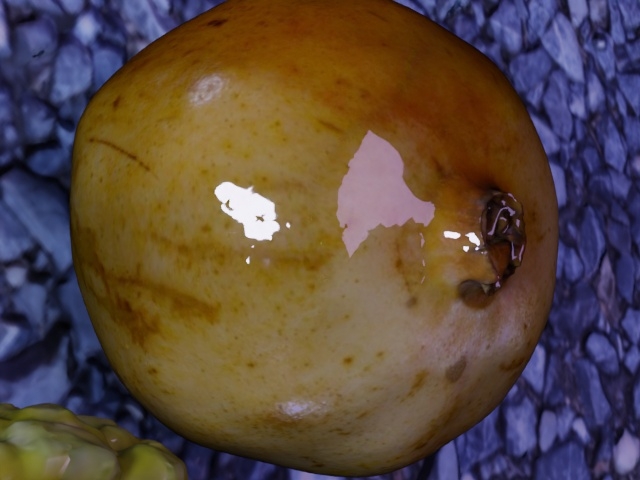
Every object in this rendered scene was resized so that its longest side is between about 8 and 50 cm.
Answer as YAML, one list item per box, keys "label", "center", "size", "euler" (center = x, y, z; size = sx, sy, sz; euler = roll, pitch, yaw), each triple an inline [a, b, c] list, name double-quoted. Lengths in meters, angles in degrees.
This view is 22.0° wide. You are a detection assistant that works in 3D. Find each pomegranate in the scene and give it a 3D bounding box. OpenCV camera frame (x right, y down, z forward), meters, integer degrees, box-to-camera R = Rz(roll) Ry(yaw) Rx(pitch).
- label: "pomegranate"
  center: [0.000, 0.000, 0.848]
  size: [0.264, 0.264, 0.264]
  euler: [12, 74, -47]

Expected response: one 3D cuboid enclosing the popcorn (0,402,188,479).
- label: "popcorn"
  center: [-0.125, 0.191, 0.711]
  size: [0.259, 0.212, 0.259]
  euler: [25, 58, -47]
